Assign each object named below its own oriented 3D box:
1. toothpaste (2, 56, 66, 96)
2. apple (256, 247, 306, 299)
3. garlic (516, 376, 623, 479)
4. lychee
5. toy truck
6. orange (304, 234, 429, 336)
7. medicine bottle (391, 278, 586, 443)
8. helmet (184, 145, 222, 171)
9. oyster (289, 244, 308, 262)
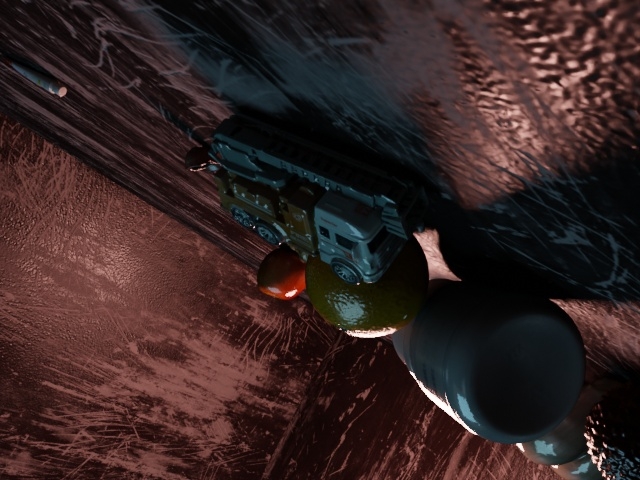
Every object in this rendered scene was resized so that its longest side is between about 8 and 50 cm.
[{"bbox_3d":[-0.673,-0.386,1.355,0.190,0.031,0.048,28,173,19],"label":"toothpaste"},{"bbox_3d":[-0.121,0.116,1.967,0.181,0.168,0.181,23,166,6],"label":"apple"},{"bbox_3d":[0.560,0.434,1.360,0.232,0.245,0.340,11,169,2],"label":"garlic"},{"bbox_3d":[0.612,0.364,1.058,0.236,0.235,0.271,26,-168,13],"label":"lychee"},{"bbox_3d":[-0.006,-0.067,0.848,0.338,0.133,0.184,27,154,24],"label":"toy truck"},{"bbox_3d":[0.080,0.062,1.006,0.236,0.236,0.236,28,170,5],"label":"orange"},{"bbox_3d":[0.275,0.189,1.015,0.245,0.245,0.306,32,177,-17],"label":"medicine bottle"},{"bbox_3d":[-0.248,-0.172,1.200,0.065,0.049,0.084,-15,176,29],"label":"helmet"},{"bbox_3d":[0.001,0.004,1.256,0.201,0.107,0.354,35,169,-13],"label":"oyster"}]
